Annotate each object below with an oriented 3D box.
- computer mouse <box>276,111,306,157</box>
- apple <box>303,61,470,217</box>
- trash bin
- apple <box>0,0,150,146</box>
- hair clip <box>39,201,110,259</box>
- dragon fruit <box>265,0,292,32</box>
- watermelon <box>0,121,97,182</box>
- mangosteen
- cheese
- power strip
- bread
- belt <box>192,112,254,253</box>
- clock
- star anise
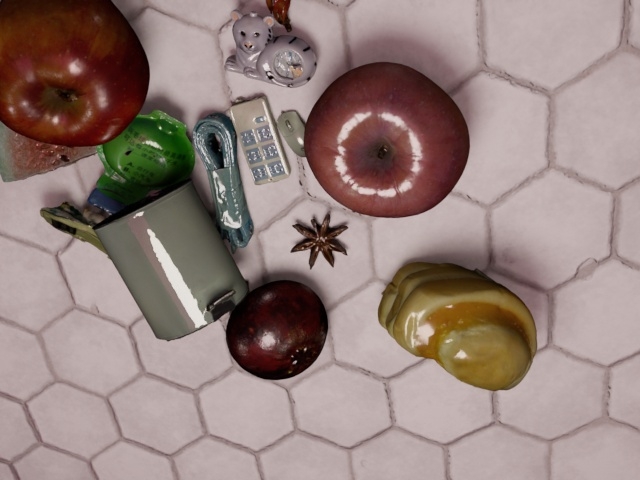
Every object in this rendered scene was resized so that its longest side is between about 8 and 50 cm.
[{"bbox_3d":[-0.050,-0.218,1.269,0.055,0.032,0.110,-30,108,19],"label":"computer mouse"},{"bbox_3d":[0.123,-0.187,1.148,0.305,0.235,0.306,3,113,8],"label":"apple"},{"bbox_3d":[-0.299,0.037,1.256,0.277,0.217,0.263,-4,116,55],"label":"trash bin"},{"bbox_3d":[-0.462,-0.319,1.120,0.288,0.317,0.288,-11,140,-10],"label":"apple"},{"bbox_3d":[-0.472,0.002,1.402,0.321,0.138,0.091,37,72,-10],"label":"hair clip"},{"bbox_3d":[-0.079,-0.476,1.126,0.094,0.094,0.191,-17,121,15],"label":"dragon fruit"},{"bbox_3d":[-0.565,-0.212,1.327,0.241,0.094,0.154,-3,105,8],"label":"watermelon"},{"bbox_3d":[-0.116,0.183,1.387,0.261,0.235,0.236,40,123,36],"label":"mangosteen"},{"bbox_3d":[-0.392,-0.157,1.312,0.203,0.083,0.320,28,131,-28],"label":"cheese"},{"bbox_3d":[-0.124,-0.206,1.284,0.081,0.035,0.192,-12,114,13],"label":"power strip"},{"bbox_3d":[0.284,0.158,1.241,0.300,0.341,0.210,26,94,-1],"label":"bread"},{"bbox_3d":[-0.206,-0.118,1.319,0.087,0.072,0.303,-5,113,6],"label":"belt"},{"bbox_3d":[-0.090,-0.365,1.167,0.176,0.080,0.117,15,130,1],"label":"clock"},{"bbox_3d":[0.000,0.001,1.359,0.140,0.042,0.141,2,113,5],"label":"star anise"}]
